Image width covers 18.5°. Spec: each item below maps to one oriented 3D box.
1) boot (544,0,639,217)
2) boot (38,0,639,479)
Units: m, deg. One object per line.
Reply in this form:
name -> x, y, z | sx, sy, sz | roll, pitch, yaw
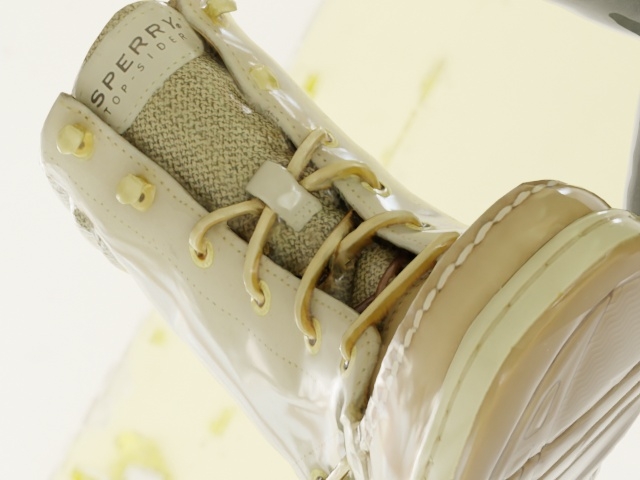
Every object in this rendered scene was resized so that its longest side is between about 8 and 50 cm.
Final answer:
boot -> 0.098, -0.080, 0.668 | 0.076, 0.208, 0.189 | 9, -95, 39
boot -> 0.000, 0.000, 0.577 | 0.095, 0.203, 0.262 | -39, 165, -11
